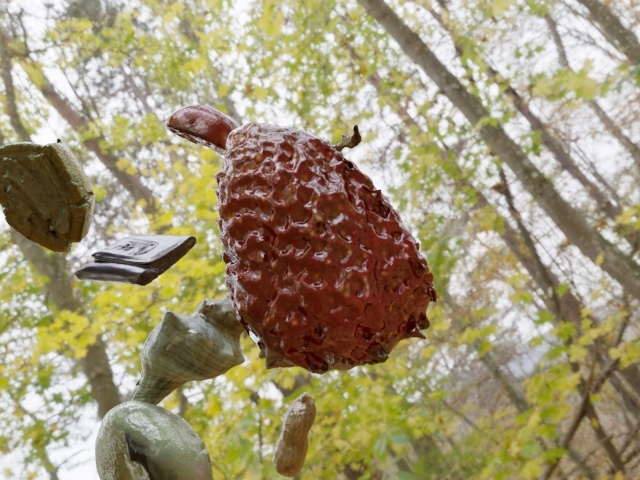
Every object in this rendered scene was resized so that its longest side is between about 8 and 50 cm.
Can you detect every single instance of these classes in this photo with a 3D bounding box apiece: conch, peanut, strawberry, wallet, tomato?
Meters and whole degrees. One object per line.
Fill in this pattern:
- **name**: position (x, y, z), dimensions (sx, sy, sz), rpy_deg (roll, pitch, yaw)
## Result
- **conch**: position (-0.274, 0.232, 1.465), dimensions (0.386, 0.203, 0.169), rpy_deg (-47, 13, -28)
- **peanut**: position (-0.066, 0.508, 1.761), dimensions (0.104, 0.086, 0.227), rpy_deg (-3, -73, -77)
- **strawberry**: position (0.002, -0.001, 0.903), dimensions (0.292, 0.343, 0.292), rpy_deg (-12, 11, 2)
- **wallet**: position (-0.390, 0.036, 1.433), dimensions (0.229, 0.049, 0.182), rpy_deg (2, 30, 39)
- **tomato**: position (-0.221, -0.228, 1.392), dimensions (0.174, 0.166, 0.082), rpy_deg (21, -89, -78)

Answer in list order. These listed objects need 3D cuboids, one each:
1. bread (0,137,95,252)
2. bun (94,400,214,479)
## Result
- **bread**: position (-0.591, -0.100, 1.454), dimensions (0.186, 0.257, 0.124), rpy_deg (-34, 14, -1)
- **bun**: position (-0.299, 0.434, 1.298), dimensions (0.179, 0.283, 0.283), rpy_deg (-22, -22, -45)
